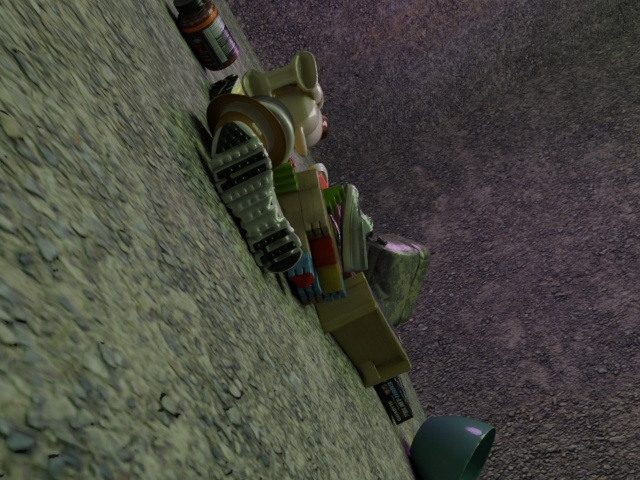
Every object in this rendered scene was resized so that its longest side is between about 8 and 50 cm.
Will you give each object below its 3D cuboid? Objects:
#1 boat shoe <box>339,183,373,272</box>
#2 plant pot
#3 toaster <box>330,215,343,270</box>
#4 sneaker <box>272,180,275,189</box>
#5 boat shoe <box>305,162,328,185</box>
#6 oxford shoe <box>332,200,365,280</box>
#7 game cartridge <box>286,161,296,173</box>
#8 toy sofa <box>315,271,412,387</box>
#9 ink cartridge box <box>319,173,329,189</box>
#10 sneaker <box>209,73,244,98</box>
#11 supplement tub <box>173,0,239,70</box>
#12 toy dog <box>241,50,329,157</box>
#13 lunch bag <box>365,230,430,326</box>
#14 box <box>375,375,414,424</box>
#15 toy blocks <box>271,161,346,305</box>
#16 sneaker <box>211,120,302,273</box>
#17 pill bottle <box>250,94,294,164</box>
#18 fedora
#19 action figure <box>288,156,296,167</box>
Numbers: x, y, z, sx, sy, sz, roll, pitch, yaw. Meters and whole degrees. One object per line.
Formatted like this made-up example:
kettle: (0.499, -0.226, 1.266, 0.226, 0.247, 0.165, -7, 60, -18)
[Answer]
boat shoe: (0.093, -0.030, 1.539, 0.079, 0.081, 0.228, -122, -148, -79)
plant pot: (0.401, 0.675, 1.926, 0.195, 0.290, 0.290, 25, -16, 30)
toaster: (0.000, 0.000, 1.730, 0.227, 0.129, 0.146, 65, 5, 29)
sneaker: (-0.132, -0.160, 1.703, 0.065, 0.061, 0.158, 25, -31, 54)
boat shoe: (-0.005, -0.169, 2.252, 0.277, 0.098, 0.096, 88, -19, -54)
oxford shoe: (0.044, 0.019, 1.865, 0.123, 0.130, 0.348, 39, 36, -47)
game cartridge: (-0.140, -0.276, 2.105, 0.324, 0.052, 0.285, 53, 12, -74)
toy sofa: (0.113, 0.231, 1.643, 0.362, 0.150, 0.177, 58, 10, -45)
ink cartridge box: (0.005, -0.090, 1.963, 0.225, 0.056, 0.181, -50, 122, -40)
sneaker: (-0.225, -0.365, 1.545, 0.208, 0.081, 0.094, -103, 168, -68)
supplement tub: (-0.294, -0.539, 1.545, 0.198, 0.106, 0.106, 57, 9, -48)
toy dog: (-0.085, -0.501, 2.402, 0.395, 0.284, 0.408, 62, 2, 9)
lunch bag: (0.198, 0.126, 1.980, 0.212, 0.305, 0.256, 25, 15, 27)
box: (0.202, 0.416, 2.020, 0.295, 0.073, 0.293, -89, 153, -78)
toy blocks: (-0.014, 0.025, 1.395, 0.381, 0.190, 0.261, 69, 10, -65)
sneaker: (-0.127, -0.082, 1.145, 0.118, 0.110, 0.292, -123, -167, -73)
pill bottle: (-0.140, -0.256, 1.419, 0.161, 0.161, 0.283, 62, 6, -17)
fedora: (-0.160, -0.196, 1.203, 0.194, 0.194, 0.079, 60, 41, -35)
action figure: (-0.112, -0.299, 2.053, 0.038, 0.030, 0.115, -118, -177, -73)
